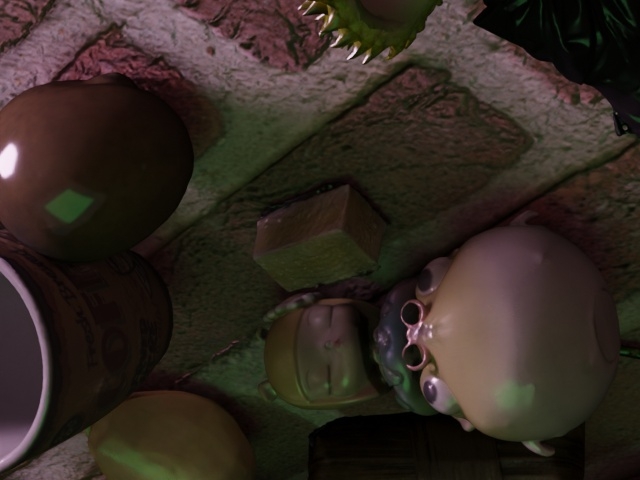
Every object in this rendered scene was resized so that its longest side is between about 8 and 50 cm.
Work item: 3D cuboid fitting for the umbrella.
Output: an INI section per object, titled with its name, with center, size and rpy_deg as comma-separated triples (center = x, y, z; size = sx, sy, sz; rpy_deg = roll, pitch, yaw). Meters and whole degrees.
[umbrella]
center = 0.261, -0.129, 1.207
size = 0.340, 0.118, 0.118
rpy_deg = 37, 133, -27

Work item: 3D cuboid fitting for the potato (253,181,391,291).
[potato]
center = -0.002, 0.001, 1.453
size = 0.122, 0.061, 0.086
rpy_deg = -19, 133, 32

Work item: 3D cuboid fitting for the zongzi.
[zongzi]
center = 0.140, 0.252, 1.612
size = 0.286, 0.138, 0.300
rpy_deg = -4, 169, 9

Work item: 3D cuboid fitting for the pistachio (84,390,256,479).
[pistachio]
center = -0.168, 0.235, 1.727
size = 0.200, 0.117, 0.145
rpy_deg = 28, 99, -8

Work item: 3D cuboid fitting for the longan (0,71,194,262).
[longan]
center = -0.208, -0.066, 1.347
size = 0.189, 0.189, 0.189
rpy_deg = 7, 139, 6

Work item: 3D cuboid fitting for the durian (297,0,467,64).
[durian]
center = 0.048, -0.267, 1.067
size = 0.169, 0.157, 0.355
rpy_deg = -6, 139, -5

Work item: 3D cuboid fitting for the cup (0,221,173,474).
[cup]
center = -0.292, 0.058, 1.464
size = 0.227, 0.257, 0.301
rpy_deg = -35, 81, 27

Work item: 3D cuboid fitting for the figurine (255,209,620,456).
[figurine]
center = 0.110, 0.109, 1.488
size = 0.394, 0.226, 0.274
rpy_deg = -10, 164, 32

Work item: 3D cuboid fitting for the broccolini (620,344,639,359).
[broccolini]
center = 0.352, 0.117, 1.519
size = 0.194, 0.054, 0.052
rpy_deg = -3, 156, 20
